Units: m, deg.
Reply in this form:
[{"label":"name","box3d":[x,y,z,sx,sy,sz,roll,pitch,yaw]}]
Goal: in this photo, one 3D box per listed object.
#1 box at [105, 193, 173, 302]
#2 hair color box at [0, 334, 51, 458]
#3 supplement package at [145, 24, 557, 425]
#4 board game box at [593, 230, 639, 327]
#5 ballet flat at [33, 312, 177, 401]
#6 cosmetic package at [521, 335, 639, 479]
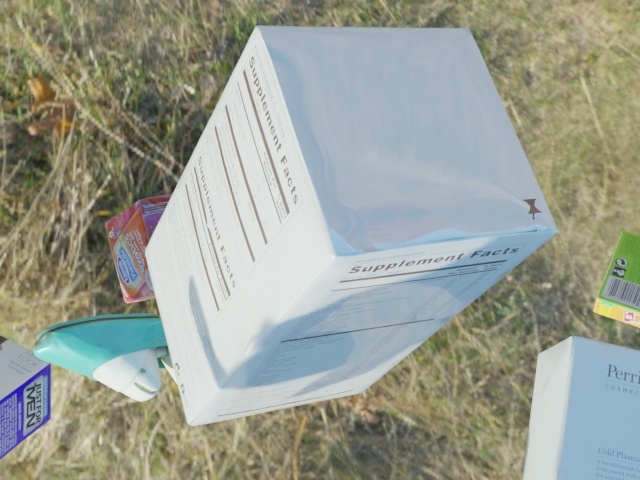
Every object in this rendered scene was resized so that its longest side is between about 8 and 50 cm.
[{"label":"box","box3d":[-0.148,-0.006,1.304,0.257,0.128,0.123,-13,85,-35]},{"label":"hair color box","box3d":[-0.488,0.221,1.074,0.185,0.339,0.110,22,121,18]},{"label":"supplement package","box3d":[0.000,0.000,0.566,0.139,0.134,0.244,-6,155,-28]},{"label":"board game box","box3d":[0.477,0.078,1.147,0.259,0.124,0.039,18,142,21]},{"label":"ballet flat","box3d":[-0.157,0.114,0.950,0.247,0.087,0.083,-5,153,-37]},{"label":"cosmetic package","box3d":[0.347,0.258,0.751,0.377,0.284,0.097,14,164,-3]}]
